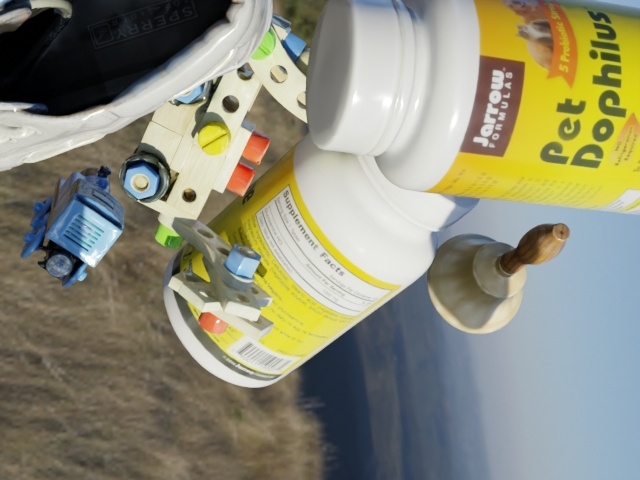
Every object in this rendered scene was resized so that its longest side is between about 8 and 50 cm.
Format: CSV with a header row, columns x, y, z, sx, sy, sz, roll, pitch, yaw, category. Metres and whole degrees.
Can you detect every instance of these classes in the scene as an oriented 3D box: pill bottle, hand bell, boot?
x,y,z,sx,sy,sz,roll,pitch,yaw,category
0.105,-0.080,0.595,0.117,0.214,0.117,-175,-90,-72,pill bottle
0.000,0.000,1.138,0.188,0.334,0.188,33,35,-27,pill bottle
0.220,0.022,1.210,0.242,0.126,0.126,134,-49,-69,hand bell
-0.147,-0.075,0.465,0.123,0.258,0.095,-96,164,-80,boot

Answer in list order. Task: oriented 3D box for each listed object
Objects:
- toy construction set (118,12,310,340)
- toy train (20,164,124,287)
x,y,z,sx,sy,sz,roll,pitch,yaw,category
-0.064,-0.078,1.019,0.328,0.215,0.151,-64,-175,3,toy construction set
-0.265,-0.022,1.178,0.080,0.105,0.184,39,12,-20,toy train
